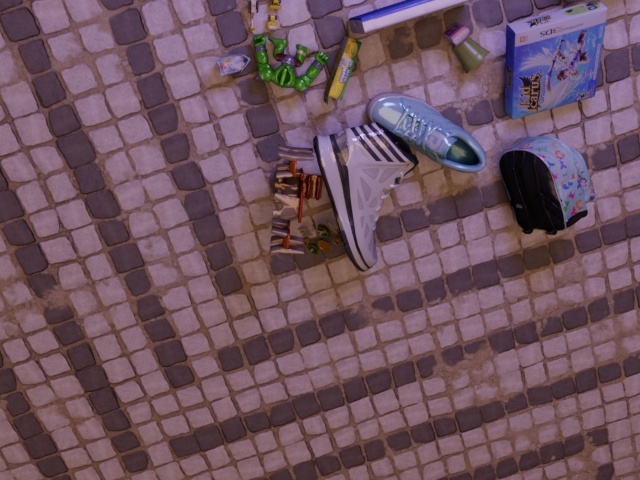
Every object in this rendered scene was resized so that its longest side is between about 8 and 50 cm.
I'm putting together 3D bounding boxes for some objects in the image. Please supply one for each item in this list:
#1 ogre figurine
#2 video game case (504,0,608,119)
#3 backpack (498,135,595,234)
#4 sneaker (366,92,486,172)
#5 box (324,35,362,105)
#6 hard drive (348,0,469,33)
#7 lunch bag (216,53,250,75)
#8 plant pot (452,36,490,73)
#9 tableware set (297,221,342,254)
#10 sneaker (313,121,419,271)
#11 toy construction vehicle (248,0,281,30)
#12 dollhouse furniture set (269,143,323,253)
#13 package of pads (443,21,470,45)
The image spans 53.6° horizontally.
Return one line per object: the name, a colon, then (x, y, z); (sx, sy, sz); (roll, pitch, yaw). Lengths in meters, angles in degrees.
ogre figurine: (-0.089, -0.457, 1.649); (0.197, 0.097, 0.118); (14, 96, -23)
video game case: (0.619, -0.474, 1.686); (0.244, 0.061, 0.269); (-15, 135, 0)
backpack: (0.624, -0.167, 1.768); (0.191, 0.225, 0.253); (-34, 106, -17)
sneaker: (0.302, -0.293, 1.721); (0.366, 0.150, 0.135); (21, 105, -13)
box: (0.054, -0.442, 1.664); (0.043, 0.105, 0.179); (19, 107, -12)
hard drive: (0.241, -0.583, 1.578); (0.319, 0.210, 0.040); (-18, 110, 0)
lunch bag: (-0.222, -0.458, 1.645); (0.083, 0.071, 0.053); (-16, 109, -1)
plant pot: (0.398, -0.507, 1.700); (0.083, 0.083, 0.079); (-43, 96, 9)
tableware set: (0.000, 0.000, 1.807); (0.104, 0.154, 0.024); (54, 54, -21)
sneaker: (0.159, -0.114, 1.716); (0.258, 0.169, 0.447); (-17, 127, 3)
toy construction vehicle: (-0.144, -0.592, 1.630); (0.086, 0.035, 0.098); (-6, 113, -16)
dollhouse furniture set: (-0.056, -0.120, 1.684); (0.135, 0.259, 0.262); (4, 109, -5)
package of pads: (0.359, -0.546, 1.673); (0.050, 0.083, 0.032); (-39, 114, 11)
